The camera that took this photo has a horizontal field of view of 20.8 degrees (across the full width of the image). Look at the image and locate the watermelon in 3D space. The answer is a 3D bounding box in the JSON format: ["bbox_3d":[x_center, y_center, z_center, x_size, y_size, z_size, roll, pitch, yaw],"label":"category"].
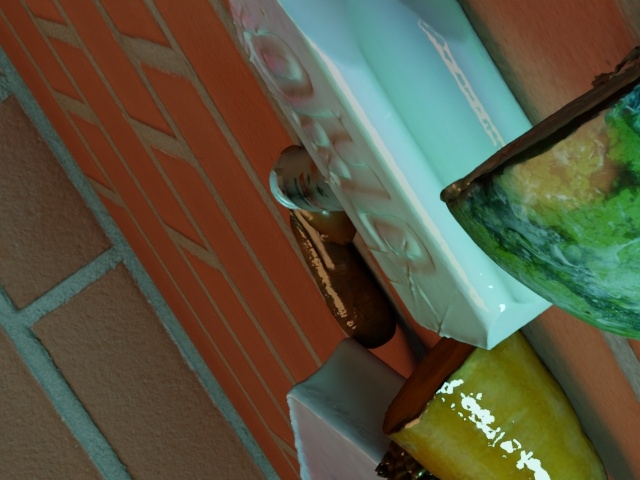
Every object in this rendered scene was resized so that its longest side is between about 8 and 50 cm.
[{"bbox_3d":[0.190,-0.039,0.900,0.224,0.180,0.305,12,168,-10],"label":"watermelon"}]

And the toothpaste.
[{"bbox_3d":[0.032,-0.061,1.619,0.100,0.066,0.323,57,163,-11],"label":"toothpaste"}]

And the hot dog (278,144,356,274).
[{"bbox_3d":[-0.004,-0.032,1.828,0.140,0.060,0.090,55,173,-20],"label":"hot dog"}]

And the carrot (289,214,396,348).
[{"bbox_3d":[0.021,0.040,1.930,0.186,0.060,0.060,57,168,-13],"label":"carrot"}]

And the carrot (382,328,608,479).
[{"bbox_3d":[0.179,0.183,1.556,0.225,0.159,0.159,45,168,-1],"label":"carrot"}]

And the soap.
[{"bbox_3d":[0.055,-0.097,1.289,0.347,0.115,0.208,58,167,-13],"label":"soap"}]

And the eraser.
[{"bbox_3d":[0.136,0.302,1.915,0.359,0.122,0.272,34,152,32],"label":"eraser"}]

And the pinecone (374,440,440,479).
[{"bbox_3d":[0.147,0.219,1.709,0.173,0.173,0.173,51,168,16],"label":"pinecone"}]
